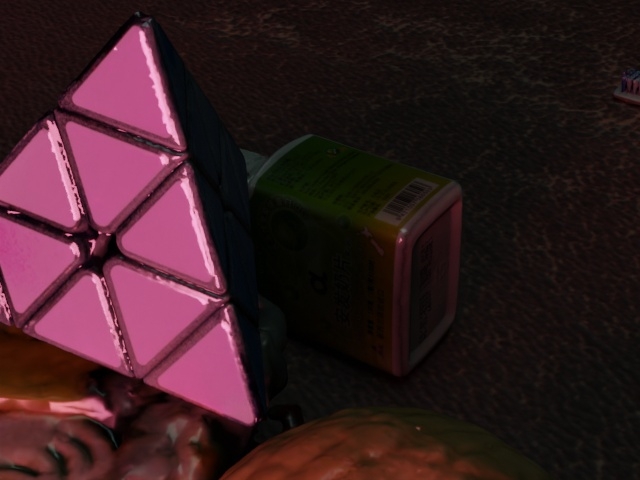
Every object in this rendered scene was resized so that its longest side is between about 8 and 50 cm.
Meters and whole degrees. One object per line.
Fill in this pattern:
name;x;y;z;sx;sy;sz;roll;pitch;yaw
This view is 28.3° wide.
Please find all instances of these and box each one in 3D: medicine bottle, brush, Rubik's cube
medicine bottle;0.000;0.000;0.903;0.189;0.132;0.088;20;42;28
brush;0.355;-0.121;1.156;0.179;0.030;0.033;23;32;29
Rubik's cube;-0.071;-0.022;0.629;0.211;0.178;0.190;-27;55;-31

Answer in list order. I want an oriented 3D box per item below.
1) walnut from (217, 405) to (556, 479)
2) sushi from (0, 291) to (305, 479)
walnut;0.027;0.188;0.577;0.228;0.228;0.228;0;36;0
sushi;-0.203;0.101;0.727;0.418;0.175;0.417;2;35;-1
